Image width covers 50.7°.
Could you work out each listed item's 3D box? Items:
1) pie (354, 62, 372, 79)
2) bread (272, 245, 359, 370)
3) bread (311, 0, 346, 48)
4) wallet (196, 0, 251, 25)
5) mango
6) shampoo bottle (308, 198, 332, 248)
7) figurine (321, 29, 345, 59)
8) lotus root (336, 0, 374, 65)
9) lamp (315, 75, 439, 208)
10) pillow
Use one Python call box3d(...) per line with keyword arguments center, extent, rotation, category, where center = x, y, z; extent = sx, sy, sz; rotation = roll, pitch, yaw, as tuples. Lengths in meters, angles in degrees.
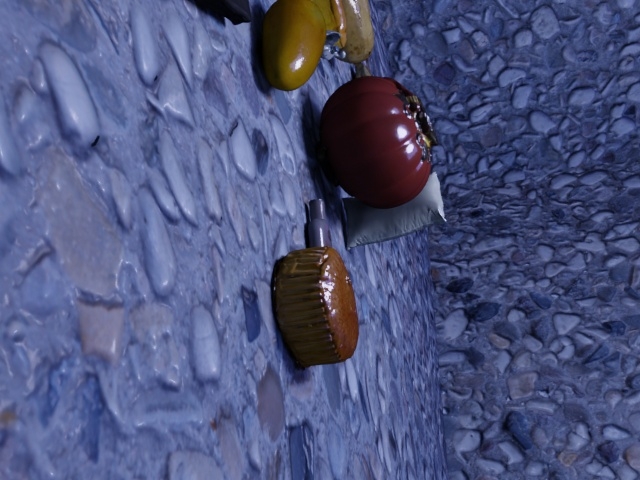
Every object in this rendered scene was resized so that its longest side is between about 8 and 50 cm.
box3d(center=(0.159, -0.511, 2.285), extent=(0.163, 0.079, 0.193), rotation=(-94, 163, -45), category="pie")
box3d(center=(0.001, 0.108, 1.107), extent=(0.199, 0.104, 0.199), rotation=(-9, 90, -75), category="bread")
box3d(center=(0.006, -0.601, 1.713), extent=(0.102, 0.095, 0.245), rotation=(-87, 161, -61), category="bread")
box3d(center=(-0.181, -0.512, 0.973), extent=(0.197, 0.051, 0.377), rotation=(-13, 90, -74), category="wallet")
box3d(center=(-0.054, -0.366, 1.246), extent=(0.253, 0.113, 0.138), rotation=(-76, 157, -45), category="mango")
box3d(center=(0.000, 0.000, 1.318), extent=(0.080, 0.040, 0.165), rotation=(42, 40, -65), category="shampoo bottle")
box3d(center=(0.010, -0.463, 1.625), extent=(0.094, 0.086, 0.082), rotation=(3, 78, -76), category="figurine")
box3d(center=(0.065, -0.620, 1.846), extent=(0.160, 0.146, 0.284), rotation=(-126, -160, -55), category="lotus root")
box3d(center=(0.126, -0.219, 1.519), extent=(0.303, 0.257, 0.303), rotation=(58, 19, -33), category="lamp")
box3d(center=(0.173, -0.073, 1.638), extent=(0.078, 0.254, 0.144), rotation=(43, 33, -63), category="pillow")
